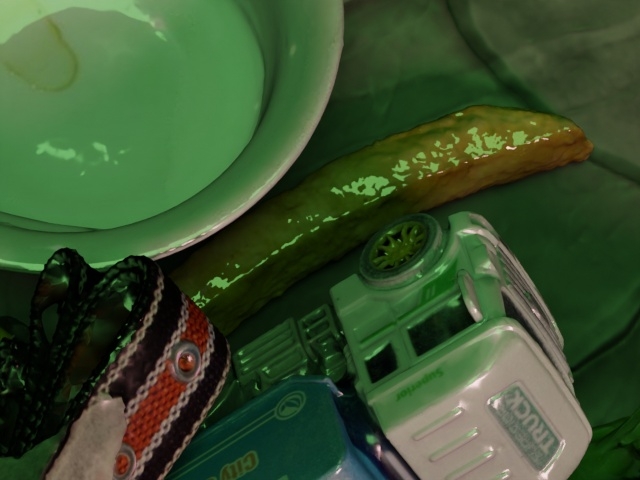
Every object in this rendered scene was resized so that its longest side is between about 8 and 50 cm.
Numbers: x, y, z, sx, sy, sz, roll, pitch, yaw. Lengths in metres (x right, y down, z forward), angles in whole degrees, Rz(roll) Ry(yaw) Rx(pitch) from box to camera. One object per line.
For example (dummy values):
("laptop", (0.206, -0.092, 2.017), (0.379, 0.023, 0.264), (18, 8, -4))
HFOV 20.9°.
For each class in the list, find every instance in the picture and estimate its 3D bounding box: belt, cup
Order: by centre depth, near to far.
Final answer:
("belt", (-0.147, 0.163, 0.921), (0.126, 0.094, 0.359), (-14, 45, 30))
("cup", (-0.160, -0.120, 1.162), (0.347, 0.163, 0.347), (1, 72, -2))

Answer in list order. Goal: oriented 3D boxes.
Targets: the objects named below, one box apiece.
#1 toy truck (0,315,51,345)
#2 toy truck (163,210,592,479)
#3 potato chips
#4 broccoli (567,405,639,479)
("toy truck", (-0.271, 0.069, 1.075), (0.224, 0.165, 0.147), (31, 71, 31))
("toy truck", (-0.019, 0.143, 1.026), (0.367, 0.146, 0.175), (-34, 34, 8))
("potato chips", (0.000, 0.000, 1.182), (0.407, 0.057, 0.080), (-30, 69, -12))
("broccoli", (0.221, 0.179, 1.051), (0.245, 0.265, 0.294), (0, 41, 24))
